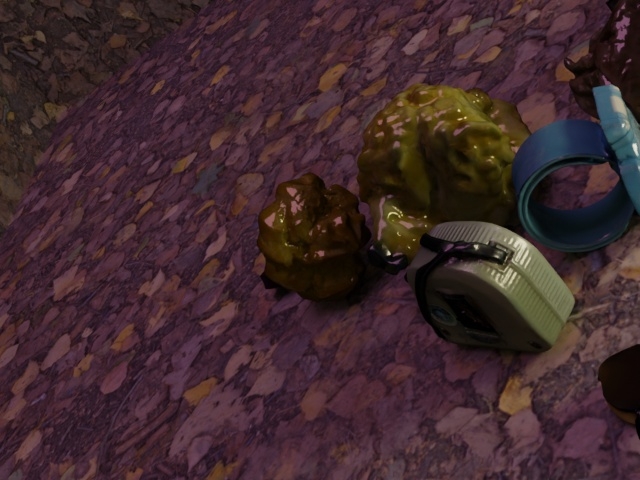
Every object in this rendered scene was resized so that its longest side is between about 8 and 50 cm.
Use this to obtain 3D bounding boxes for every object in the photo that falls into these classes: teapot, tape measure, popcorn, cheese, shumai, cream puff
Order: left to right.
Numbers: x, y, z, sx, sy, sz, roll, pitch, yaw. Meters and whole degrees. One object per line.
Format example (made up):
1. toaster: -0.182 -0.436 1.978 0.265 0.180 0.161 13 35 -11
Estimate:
1. teapot: -0.074 0.068 2.088 0.067 0.045 0.100 -20 9 -4
2. cream puff: -0.004 0.002 1.903 0.194 0.221 0.195 -11 27 6
3. popcorn: 0.199 -0.116 1.765 0.293 0.293 0.237 -32 -8 23
4. tape measure: 0.198 0.066 1.542 0.235 0.207 0.115 1 54 52
5. shumai: 0.445 -0.282 1.684 0.185 0.218 0.184 10 13 40
6. cheese: 0.369 0.189 1.309 0.086 0.036 0.162 -29 31 22

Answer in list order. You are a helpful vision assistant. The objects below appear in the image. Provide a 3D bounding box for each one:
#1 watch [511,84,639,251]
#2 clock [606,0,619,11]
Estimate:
1. watch: 0.354 -0.088 1.553 0.193 0.211 0.211 -27 31 22
2. clock: 0.569 -0.446 1.784 0.273 0.049 0.279 -33 1 19
